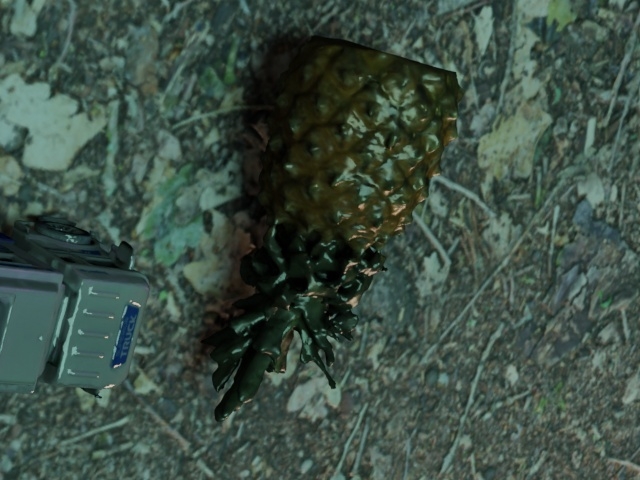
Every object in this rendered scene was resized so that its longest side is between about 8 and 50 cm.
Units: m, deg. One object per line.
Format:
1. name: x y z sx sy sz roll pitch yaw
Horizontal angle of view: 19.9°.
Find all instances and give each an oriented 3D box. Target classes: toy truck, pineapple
1. toy truck: -0.250 0.048 1.336 0.268 0.155 0.124 8 101 -41
2. pineapple: 0.000 0.000 1.526 0.169 0.169 0.340 12 101 -41
